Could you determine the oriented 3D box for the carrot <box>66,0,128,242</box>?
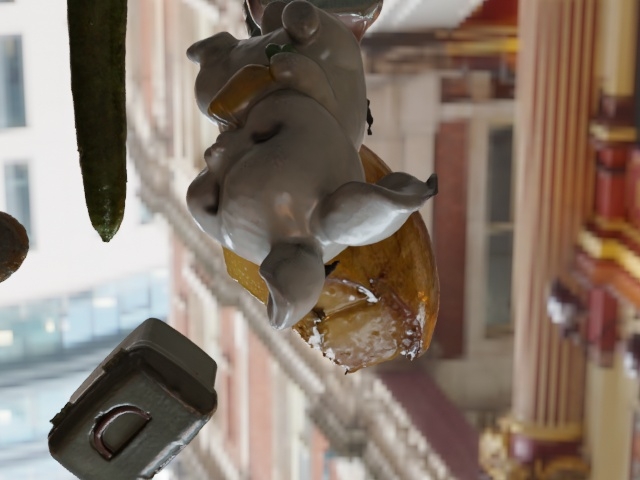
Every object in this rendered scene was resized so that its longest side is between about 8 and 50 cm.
[{"bbox_3d":[-0.255,-0.176,2.098,0.074,0.358,0.074,-3,177,0],"label":"carrot"}]

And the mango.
[{"bbox_3d":[0.000,0.000,1.895,0.201,0.350,0.199,-7,-132,24],"label":"mango"}]

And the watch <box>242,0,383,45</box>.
[{"bbox_3d":[-0.035,-0.313,2.093,0.162,0.253,0.241,-2,166,-14],"label":"watch"}]

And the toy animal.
[{"bbox_3d":[-0.019,-0.069,1.514,0.154,0.208,0.325,41,-171,-44],"label":"toy animal"}]

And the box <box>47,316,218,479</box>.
[{"bbox_3d":[-0.233,0.210,2.262,0.148,0.210,0.129,38,-155,-15],"label":"box"}]

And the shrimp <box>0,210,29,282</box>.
[{"bbox_3d":[-0.490,0.005,2.458,0.188,0.051,0.132,10,-126,12],"label":"shrimp"}]
